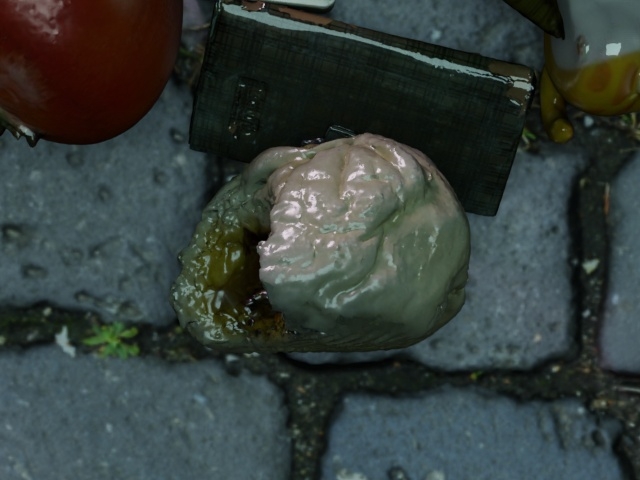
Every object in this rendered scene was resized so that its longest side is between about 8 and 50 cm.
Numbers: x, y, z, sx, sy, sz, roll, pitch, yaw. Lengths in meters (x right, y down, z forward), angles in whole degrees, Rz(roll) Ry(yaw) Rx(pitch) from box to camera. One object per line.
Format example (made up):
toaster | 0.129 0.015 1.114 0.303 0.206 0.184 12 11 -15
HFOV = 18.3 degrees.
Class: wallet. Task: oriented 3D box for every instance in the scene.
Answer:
wallet | 0.038 -0.127 1.916 0.317 0.044 0.169 13 120 -2

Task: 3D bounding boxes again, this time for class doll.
doll | 0.341 -0.199 1.898 0.270 0.162 0.166 -6 70 4

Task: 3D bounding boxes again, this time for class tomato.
tomato | -0.262 -0.248 1.802 0.321 0.321 0.321 0 94 -2

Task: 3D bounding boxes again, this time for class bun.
bun | 0.015 0.001 1.854 0.281 0.281 0.204 1 83 -2

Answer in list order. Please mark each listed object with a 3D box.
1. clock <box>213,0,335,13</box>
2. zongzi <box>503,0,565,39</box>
clock | -0.047 -0.322 1.919 0.147 0.071 0.192 7 94 -2
zongzi | 0.165 -0.429 1.738 0.432 0.208 0.403 40 125 -7
